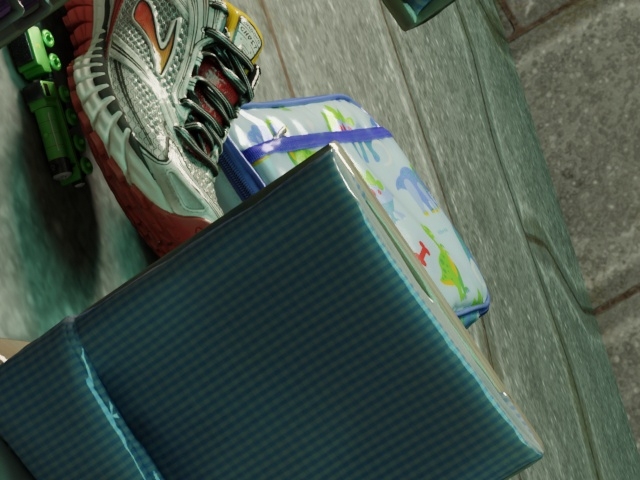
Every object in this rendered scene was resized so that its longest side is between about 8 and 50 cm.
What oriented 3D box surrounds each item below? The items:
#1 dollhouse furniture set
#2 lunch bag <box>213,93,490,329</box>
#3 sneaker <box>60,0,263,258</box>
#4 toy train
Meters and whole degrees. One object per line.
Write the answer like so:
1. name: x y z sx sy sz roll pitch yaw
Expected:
1. dollhouse furniture set: -0.040 0.012 0.492 0.303 0.286 0.198 57 16 -3
2. lunch bag: 0.000 0.000 0.949 0.176 0.090 0.219 56 23 10
3. sneaker: -0.073 -0.083 0.826 0.088 0.093 0.225 66 7 -48
4. toy train: -0.131 -0.065 0.803 0.024 0.017 0.083 0 70 -64
